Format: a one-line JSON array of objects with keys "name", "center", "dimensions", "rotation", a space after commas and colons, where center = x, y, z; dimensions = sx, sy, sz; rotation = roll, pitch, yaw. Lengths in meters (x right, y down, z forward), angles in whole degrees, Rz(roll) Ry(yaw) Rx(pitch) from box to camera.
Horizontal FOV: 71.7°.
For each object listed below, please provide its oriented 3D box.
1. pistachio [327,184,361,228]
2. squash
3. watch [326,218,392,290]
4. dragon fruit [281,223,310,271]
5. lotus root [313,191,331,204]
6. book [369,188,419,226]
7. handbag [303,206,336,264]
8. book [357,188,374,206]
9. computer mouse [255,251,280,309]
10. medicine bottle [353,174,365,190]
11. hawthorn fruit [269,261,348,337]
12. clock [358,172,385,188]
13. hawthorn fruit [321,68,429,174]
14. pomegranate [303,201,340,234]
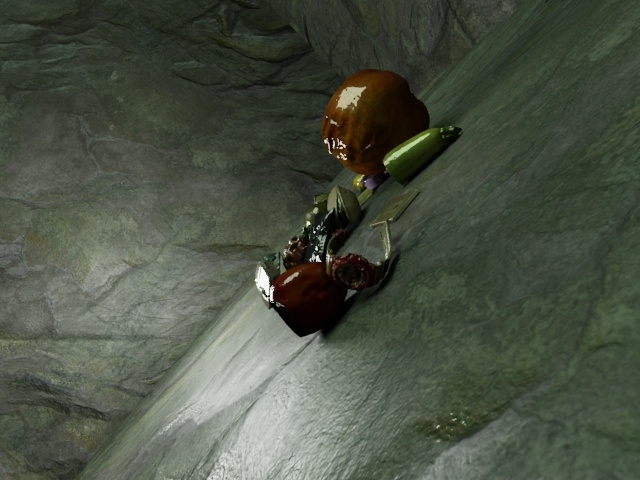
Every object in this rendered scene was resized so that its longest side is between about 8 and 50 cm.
[{"name": "pistachio", "center": [0.096, -0.139, 1.868], "dimensions": [0.138, 0.153, 0.237], "rotation": [-25, 43, 13]}, {"name": "squash", "center": [0.372, -0.344, 1.619], "dimensions": [0.287, 0.137, 0.137], "rotation": [-39, 12, 25]}, {"name": "watch", "center": [0.102, 0.020, 1.157], "dimensions": [0.268, 0.165, 0.102], "rotation": [-79, -5, -57]}, {"name": "dragon fruit", "center": [-0.092, 0.039, 1.957], "dimensions": [0.137, 0.135, 0.235], "rotation": [-175, 100, -75]}, {"name": "lotus root", "center": [0.043, -0.183, 2.453], "dimensions": [0.210, 0.141, 0.314], "rotation": [-6, 17, 13]}, {"name": "book", "center": [0.246, -0.106, 1.495], "dimensions": [0.138, 0.016, 0.199], "rotation": [-49, 9, -12]}, {"name": "handbag", "center": [0.000, 0.000, 1.806], "dimensions": [0.211, 0.089, 0.254], "rotation": [154, 130, -69]}, {"name": "book", "center": [0.198, -0.198, 2.123], "dimensions": [0.168, 0.013, 0.192], "rotation": [-43, 10, 25]}, {"name": "computer mouse", "center": [-0.230, 0.179, 1.930], "dimensions": [0.389, 0.115, 0.199], "rotation": [-101, 11, -66]}, {"name": "medicine bottle", "center": [0.291, -0.392, 2.330], "dimensions": [0.309, 0.076, 0.111], "rotation": [-48, 11, -5]}, {"name": "hawthorn fruit", "center": [-0.017, 0.136, 1.177], "dimensions": [0.251, 0.189, 0.189], "rotation": [-38, 10, 10]}, {"name": "clock", "center": [0.248, -0.292, 2.107], "dimensions": [0.110, 0.050, 0.152], "rotation": [-27, 16, 28]}, {"name": "hawthorn fruit", "center": [0.228, -0.506, 1.945], "dimensions": [0.472, 0.472, 0.472], "rotation": [-46, 9, 9]}, {"name": "pomegranate", "center": [0.010, -0.068, 2.015], "dimensions": [0.179, 0.179, 0.210], "rotation": [162, 119, -72]}]
